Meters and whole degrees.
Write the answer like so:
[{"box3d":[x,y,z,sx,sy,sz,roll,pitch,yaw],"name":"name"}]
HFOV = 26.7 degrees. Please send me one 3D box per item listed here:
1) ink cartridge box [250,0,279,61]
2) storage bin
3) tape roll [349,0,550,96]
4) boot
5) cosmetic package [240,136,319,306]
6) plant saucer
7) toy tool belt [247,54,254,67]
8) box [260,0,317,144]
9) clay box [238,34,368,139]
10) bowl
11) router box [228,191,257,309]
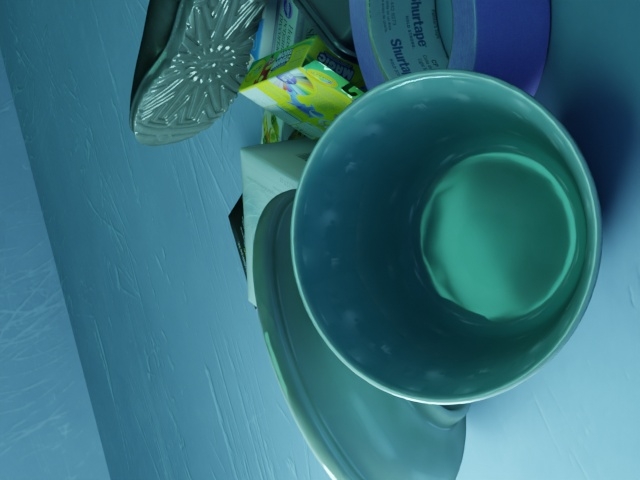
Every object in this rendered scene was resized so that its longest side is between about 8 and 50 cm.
[{"box3d":[-0.088,-0.363,1.882,0.231,0.078,0.134,-124,34,-44],"name":"ink cartridge box"},{"box3d":[0.046,-0.279,1.614,0.091,0.098,0.135,-53,45,23],"name":"storage bin"},{"box3d":[0.129,-0.245,1.427,0.275,0.090,0.274,169,90,-67],"name":"tape roll"},{"box3d":[-0.230,-0.410,1.895,0.367,0.146,0.445,-55,51,43],"name":"boot"},{"box3d":[0.000,0.000,1.758,0.224,0.138,0.224,-148,50,-60],"name":"cosmetic package"},{"box3d":[0.075,0.113,1.482,0.101,0.400,0.400,-24,73,23],"name":"plant saucer"},{"box3d":[-0.111,-0.301,1.994,0.051,0.052,0.083,-41,61,54],"name":"toy tool belt"},{"box3d":[-0.034,-0.199,1.842,0.063,0.067,0.324,55,145,43],"name":"box"},{"box3d":[0.000,-0.189,1.683,0.222,0.127,0.053,-8,54,62],"name":"clay box"},{"box3d":[0.145,-0.003,1.308,0.312,0.163,0.311,0,90,30],"name":"bowl"},{"box3d":[-0.074,-0.007,1.979,0.133,0.046,0.179,-55,42,43],"name":"router box"}]
